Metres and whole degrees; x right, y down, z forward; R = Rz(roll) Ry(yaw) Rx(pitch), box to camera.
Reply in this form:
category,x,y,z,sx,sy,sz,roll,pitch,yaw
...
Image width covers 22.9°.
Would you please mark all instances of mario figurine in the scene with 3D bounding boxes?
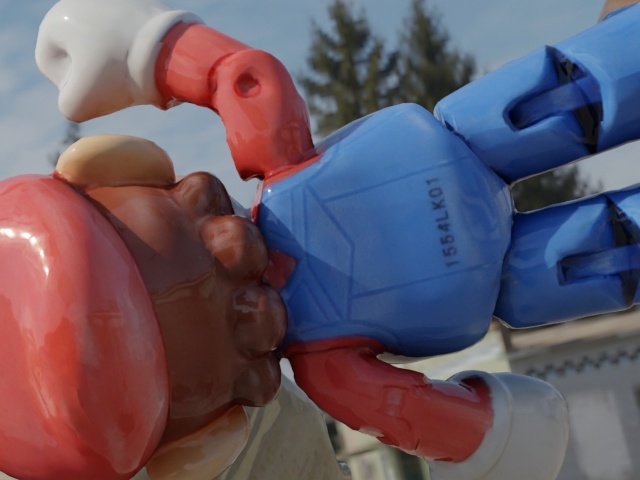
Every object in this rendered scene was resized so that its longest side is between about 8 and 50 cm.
category,x,y,z,sx,sy,sz,roll,pitch,yaw
mario figurine,0.000,0.000,0.606,0.320,0.198,0.170,-15,-38,-6

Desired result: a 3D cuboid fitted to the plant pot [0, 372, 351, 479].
category,x,y,z,sx,sy,sz,roll,pitch,yaw
plant pot,-0.142,0.198,0.768,0.333,0.305,0.334,21,-31,13
